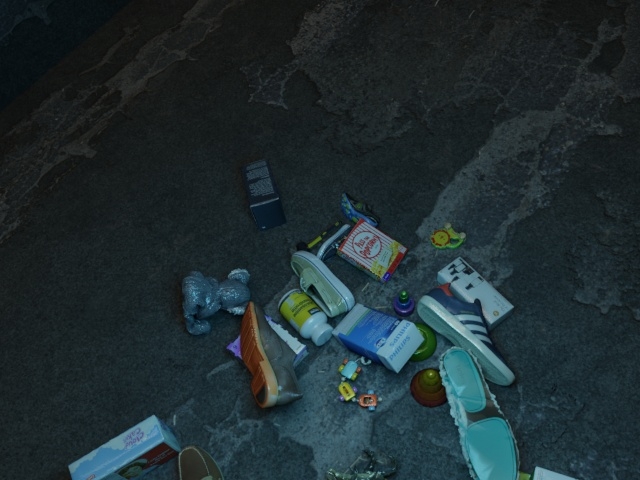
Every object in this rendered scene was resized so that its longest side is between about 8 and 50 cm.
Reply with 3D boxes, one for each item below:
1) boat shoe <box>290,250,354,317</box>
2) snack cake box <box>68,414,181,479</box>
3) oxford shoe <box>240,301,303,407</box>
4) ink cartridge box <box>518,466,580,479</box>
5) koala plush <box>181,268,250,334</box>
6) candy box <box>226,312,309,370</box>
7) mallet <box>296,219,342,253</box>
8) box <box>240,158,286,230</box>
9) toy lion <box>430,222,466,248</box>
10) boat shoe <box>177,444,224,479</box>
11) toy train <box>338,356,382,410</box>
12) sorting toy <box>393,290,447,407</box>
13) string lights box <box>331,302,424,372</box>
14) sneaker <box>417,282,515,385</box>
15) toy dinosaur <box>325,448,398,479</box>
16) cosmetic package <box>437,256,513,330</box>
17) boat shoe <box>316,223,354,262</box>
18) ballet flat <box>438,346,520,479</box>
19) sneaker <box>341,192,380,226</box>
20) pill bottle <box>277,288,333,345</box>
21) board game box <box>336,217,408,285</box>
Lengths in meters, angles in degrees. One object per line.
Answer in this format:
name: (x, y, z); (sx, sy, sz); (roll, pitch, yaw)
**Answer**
boat shoe: (-0.015, 0.134, 1.887); (0.094, 0.109, 0.302); (-27, 45, -28)
snack cake box: (-0.550, 0.620, 1.648); (0.264, 0.152, 0.089); (-30, 56, -11)
oxford shoe: (-0.152, 0.334, 1.729); (0.133, 0.130, 0.363); (4, 43, -27)
ink cartridge box: (0.523, 0.672, 1.465); (0.255, 0.097, 0.188); (13, 60, 17)
koala plush: (-0.332, 0.184, 1.897); (0.221, 0.203, 0.196); (-3, 56, -7)
candy box: (-0.164, 0.345, 1.816); (0.196, 0.070, 0.165); (33, 67, 27)
mallet: (0.000, 0.000, 1.999); (0.190, 0.039, 0.062); (-32, 53, 20)
box: (-0.209, -0.167, 2.120); (0.108, 0.153, 0.207); (-17, 56, -3)
toy lion: (0.430, -0.006, 1.978); (0.100, 0.034, 0.096); (38, 77, 28)
boat shoe: (-0.316, 0.701, 1.575); (0.123, 0.116, 0.324); (-27, 56, -9)
toy train: (0.115, 0.431, 1.730); (0.125, 0.046, 0.166); (-7, 58, 3)
sorting toy: (0.292, 0.304, 1.734); (0.127, 0.126, 0.365); (-14, 56, 0)
string lights box: (0.165, 0.283, 1.725); (0.133, 0.076, 0.260); (-46, 30, -19)
sneaker: (0.456, 0.263, 1.710); (0.148, 0.131, 0.350); (-37, 75, -25)
toy dinosaur: (0.153, 0.638, 1.576); (0.268, 0.064, 0.118); (10, 65, 14)
cosmetic package: (0.485, 0.166, 1.833); (0.099, 0.060, 0.239); (-35, 58, -13)
boat shoe: (0.069, 0.024, 1.996); (0.083, 0.065, 0.183); (34, 67, 26)
ballet flat: (0.432, 0.489, 1.581); (0.147, 0.147, 0.408); (-12, 58, 2)
sneaker: (0.140, -0.106, 2.081); (0.078, 0.067, 0.188); (-23, 51, -32)
pill bottle: (-0.044, 0.246, 1.843); (0.103, 0.103, 0.184); (-39, 59, -16)
board game box: (0.173, 0.037, 1.947); (0.194, 0.045, 0.146); (33, 66, 6)
